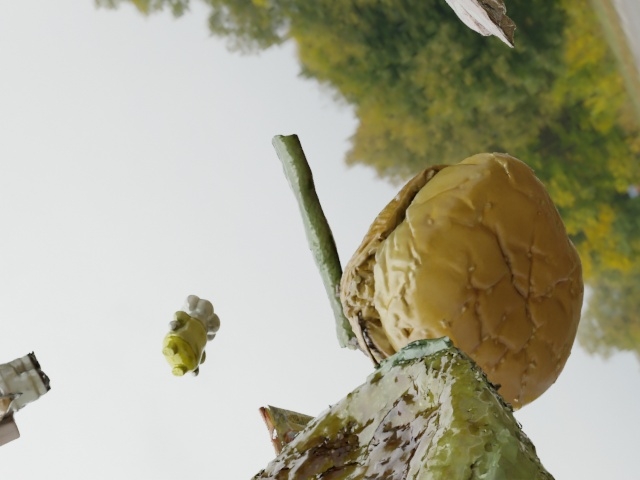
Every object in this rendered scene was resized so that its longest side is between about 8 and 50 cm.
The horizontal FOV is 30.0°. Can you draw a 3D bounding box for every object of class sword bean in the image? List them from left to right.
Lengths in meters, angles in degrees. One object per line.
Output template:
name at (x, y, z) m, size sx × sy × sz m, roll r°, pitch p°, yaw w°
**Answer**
sword bean at (0.000, 0.001, 1.399) m, size 0.043 × 0.038 × 0.269 m, roll 1°, pitch -112°, yaw -63°

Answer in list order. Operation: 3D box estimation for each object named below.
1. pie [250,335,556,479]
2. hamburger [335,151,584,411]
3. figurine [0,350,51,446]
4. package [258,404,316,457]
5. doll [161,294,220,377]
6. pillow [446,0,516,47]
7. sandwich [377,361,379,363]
pie at (0.029, 0.211, 0.895) m, size 0.103 × 0.288 × 0.355 m, roll 48°, pitch -172°, yaw -23°
hamburger at (0.171, 0.064, 1.355) m, size 0.158 × 0.319 × 0.319 m, roll 5°, pitch 140°, yaw 51°
figurine at (-0.378, 0.182, 1.183) m, size 0.137 × 0.229 × 0.112 m, roll 42°, pitch 152°, yaw 46°
package at (-0.013, 0.256, 1.531) m, size 0.120 × 0.031 × 0.108 m, roll 15°, pitch -153°, yaw -28°
doll at (-0.212, 0.155, 1.950) m, size 0.162 × 0.062 × 0.106 m, roll -63°, pitch -42°, yaw -59°
pillow at (0.204, -0.339, 1.650) m, size 0.135 × 0.049 × 0.248 m, roll 44°, pitch -174°, yaw -17°
sandwich at (0.165, 0.170, 2.144) m, size 0.250 × 0.162 × 0.301 m, roll 42°, pitch -138°, yaw -66°
